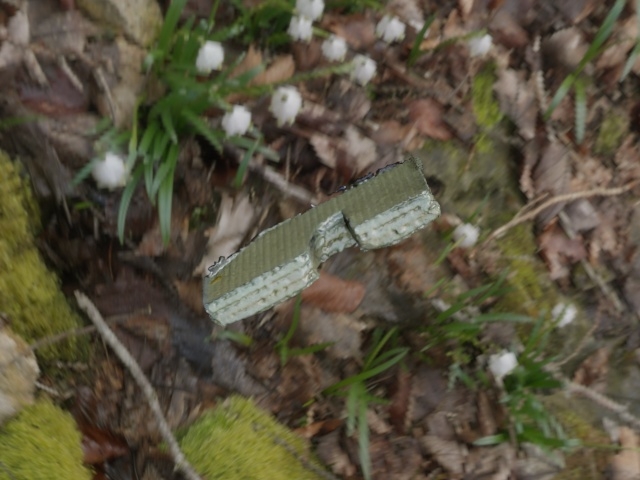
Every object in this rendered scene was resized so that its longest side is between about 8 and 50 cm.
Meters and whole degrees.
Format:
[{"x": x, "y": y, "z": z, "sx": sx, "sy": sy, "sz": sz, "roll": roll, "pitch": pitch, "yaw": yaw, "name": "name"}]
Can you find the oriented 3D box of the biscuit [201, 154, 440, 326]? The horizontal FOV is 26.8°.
[{"x": 0.000, "y": 0.000, "z": 1.325, "sx": 0.250, "sy": 0.147, "sz": 0.046, "roll": -26, "pitch": 106, "yaw": 3, "name": "biscuit"}]
